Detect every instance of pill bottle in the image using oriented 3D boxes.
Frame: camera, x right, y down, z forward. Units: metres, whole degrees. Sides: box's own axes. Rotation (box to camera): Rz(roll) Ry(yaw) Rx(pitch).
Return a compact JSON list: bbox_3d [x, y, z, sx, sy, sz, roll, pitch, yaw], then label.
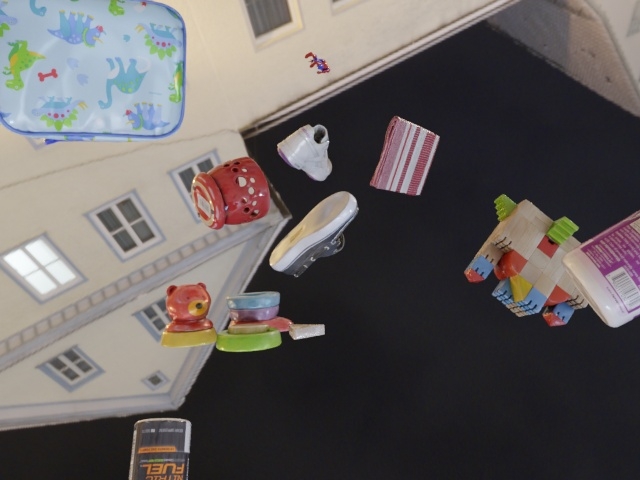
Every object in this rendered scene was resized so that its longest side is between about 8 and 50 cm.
[{"bbox_3d":[0.637,0.021,0.966,0.301,0.169,0.169,-34,-133,15],"label":"pill bottle"},{"bbox_3d":[-0.364,0.536,1.154,0.130,0.130,0.245,-7,-116,8],"label":"pill bottle"}]

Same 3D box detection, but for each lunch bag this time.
[{"bbox_3d":[-0.277,-0.205,0.616,0.219,0.176,0.090,-6,-159,-31],"label":"lunch bag"}]

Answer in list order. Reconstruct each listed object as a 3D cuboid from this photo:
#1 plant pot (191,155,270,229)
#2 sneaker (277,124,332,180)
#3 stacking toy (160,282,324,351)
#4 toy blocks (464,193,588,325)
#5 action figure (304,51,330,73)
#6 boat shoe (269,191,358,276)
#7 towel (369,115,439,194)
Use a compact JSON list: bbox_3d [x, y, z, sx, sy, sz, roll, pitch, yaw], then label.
[{"bbox_3d":[-0.265,-0.134,1.480,0.174,0.191,0.191,-21,-136,-34],"label":"plant pot"},{"bbox_3d":[-0.011,-0.280,1.630,0.152,0.305,0.114,-42,-107,14],"label":"sneaker"},{"bbox_3d":[-0.166,0.152,1.133,0.280,0.309,0.130,-4,-92,40],"label":"stacking toy"},{"bbox_3d":[0.575,0.085,1.375,0.381,0.191,0.261,39,-107,3],"label":"toy blocks"},{"bbox_3d":[-0.004,-0.396,1.154,0.030,0.115,0.038,-34,-95,23],"label":"action figure"},{"bbox_3d":[0.000,0.000,0.904,0.228,0.076,0.080,-41,-151,35],"label":"boat shoe"},{"bbox_3d":[0.298,-0.281,1.769,0.037,0.329,0.237,26,-76,34],"label":"towel"}]
